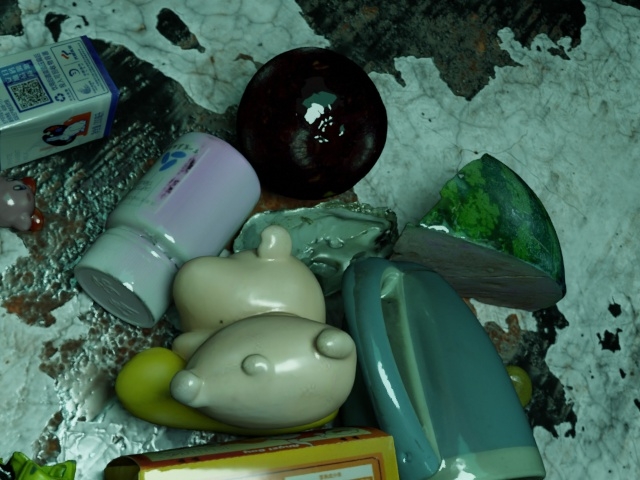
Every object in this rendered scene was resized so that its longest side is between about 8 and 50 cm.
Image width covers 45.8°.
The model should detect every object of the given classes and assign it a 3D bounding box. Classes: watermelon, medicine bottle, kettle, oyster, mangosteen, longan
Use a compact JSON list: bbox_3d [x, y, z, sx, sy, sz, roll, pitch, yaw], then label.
[{"bbox_3d":[0.254,-0.035,1.170,0.319,0.292,0.222,12,68,-8],"label":"watermelon"},{"bbox_3d":[-0.204,-0.017,1.030,0.152,0.152,0.254,38,60,-5],"label":"medicine bottle"},{"bbox_3d":[0.121,0.175,1.011,0.247,0.319,0.342,-20,64,15],"label":"kettle"},{"bbox_3d":[0.001,-0.001,1.147,0.199,0.087,0.252,49,66,-9],"label":"oyster"},{"bbox_3d":[-0.022,-0.182,1.140,0.228,0.228,0.265,4,24,-22],"label":"mangosteen"},{"bbox_3d":[0.293,0.228,1.180,0.075,0.083,0.075,-12,48,13],"label":"longan"}]

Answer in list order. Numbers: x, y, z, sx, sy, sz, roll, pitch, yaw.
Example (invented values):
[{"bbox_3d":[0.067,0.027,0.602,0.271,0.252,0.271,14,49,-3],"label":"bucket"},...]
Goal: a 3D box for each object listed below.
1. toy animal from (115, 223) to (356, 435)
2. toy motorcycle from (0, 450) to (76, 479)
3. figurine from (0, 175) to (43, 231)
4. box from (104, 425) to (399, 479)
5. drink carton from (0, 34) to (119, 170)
[{"bbox_3d":[-0.104,0.107,0.928,0.278,0.345,0.246,3,73,-3],"label":"toy animal"},{"bbox_3d":[-0.327,0.401,0.797,0.206,0.142,0.342,19,59,-34],"label":"toy motorcycle"},{"bbox_3d":[-0.410,-0.048,1.001,0.067,0.071,0.083,-36,74,11],"label":"figurine"},{"bbox_3d":[-0.084,0.334,0.862,0.284,0.259,0.213,0,76,-24],"label":"box"},{"bbox_3d":[-0.438,-0.161,1.002,0.315,0.130,0.106,-25,79,-28],"label":"drink carton"}]
